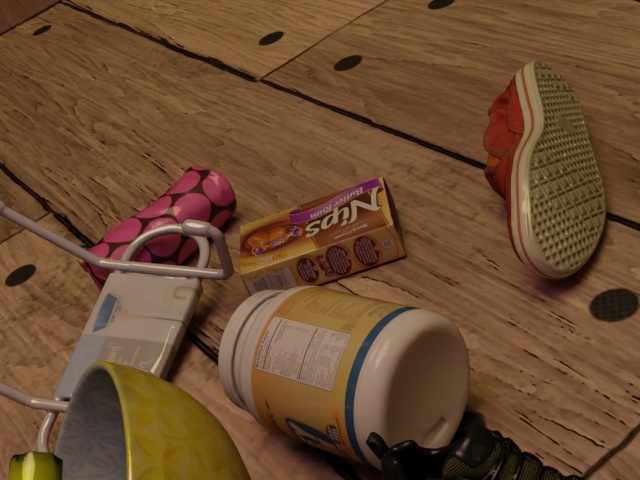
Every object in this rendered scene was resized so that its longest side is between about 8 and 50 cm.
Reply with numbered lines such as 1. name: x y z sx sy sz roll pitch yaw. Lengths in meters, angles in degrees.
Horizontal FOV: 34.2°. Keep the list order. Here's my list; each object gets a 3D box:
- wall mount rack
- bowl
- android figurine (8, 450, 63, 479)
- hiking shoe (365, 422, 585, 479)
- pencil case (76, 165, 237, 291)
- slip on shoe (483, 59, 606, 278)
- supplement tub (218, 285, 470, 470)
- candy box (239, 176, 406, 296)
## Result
1. wall mount rack: -0.271 0.074 1.144 0.304 0.130 0.350 5 50 16
2. bowl: -0.117 0.245 0.807 0.156 0.289 0.289 11 23 -23
3. android figurine: -0.235 0.309 0.788 0.056 0.248 0.272 11 54 -22
4. hiking shoe: 0.141 0.196 0.783 0.227 0.114 0.086 -3 38 30
5. pencil case: -0.208 -0.012 1.338 0.209 0.095 0.098 -40 36 -28
6. slip on shoe: 0.234 -0.071 1.138 0.101 0.123 0.331 -43 25 34
7. supplement tub: 0.018 0.119 0.947 0.200 0.144 0.144 9 45 42
8. candy box: 0.000 0.000 1.219 0.187 0.053 0.109 -19 32 9
